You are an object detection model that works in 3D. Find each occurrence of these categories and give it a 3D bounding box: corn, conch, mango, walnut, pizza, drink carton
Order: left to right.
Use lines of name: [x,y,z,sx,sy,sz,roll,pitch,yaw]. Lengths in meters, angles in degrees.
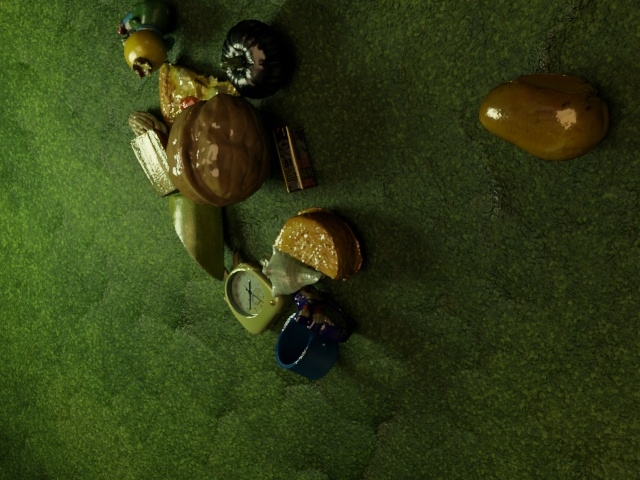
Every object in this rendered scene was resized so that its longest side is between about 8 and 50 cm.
corn: [-0.489,-0.319,2.054,0.211,0.087,0.087,-134,49,-58]
pizza: [-0.332,-0.390,1.962,0.288,0.075,0.280,-13,96,36]
walnut: [-0.256,-0.220,1.833,0.296,0.285,0.285,-4,100,41]
conch: [-0.099,0.075,1.866,0.114,0.234,0.137,42,89,-23]
drink carton: [-0.066,-0.208,1.836,0.056,0.071,0.165,-12,94,32]
mango: [0.445,-0.252,1.453,0.262,0.130,0.167,24,119,33]

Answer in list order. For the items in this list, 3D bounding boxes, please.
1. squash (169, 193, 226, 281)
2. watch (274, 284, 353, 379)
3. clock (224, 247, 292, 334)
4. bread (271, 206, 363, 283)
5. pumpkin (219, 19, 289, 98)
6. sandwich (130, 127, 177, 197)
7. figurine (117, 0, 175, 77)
squash: [-0.361,-0.006,2.040,0.169,0.093,0.252,-4,88,33]
watch: [-0.031,0.247,1.868,0.171,0.196,0.200,29,107,-18]
clock: [-0.195,0.133,2.011,0.232,0.069,0.170,49,124,15]
bread: [0.000,0.000,1.801,0.229,0.143,0.139,27,116,23]
pumpkin: [-0.163,-0.450,1.799,0.194,0.150,0.194,7,118,13]
sandwich: [-0.407,-0.224,1.996,0.117,0.144,0.187,-21,99,34]
figurine: [-0.489,-0.531,1.958,0.185,0.127,0.234,-10,69,32]
